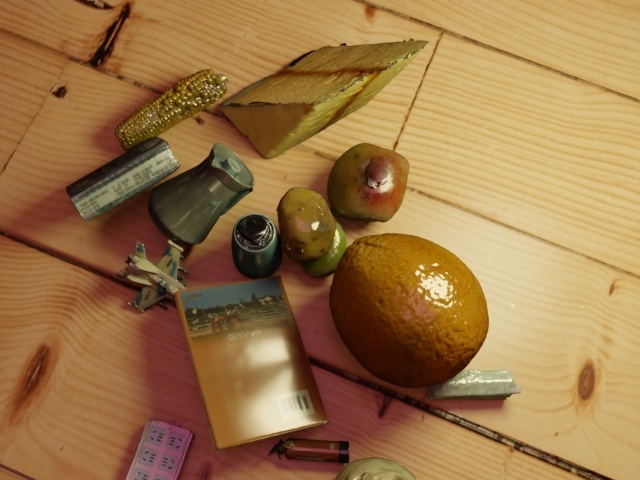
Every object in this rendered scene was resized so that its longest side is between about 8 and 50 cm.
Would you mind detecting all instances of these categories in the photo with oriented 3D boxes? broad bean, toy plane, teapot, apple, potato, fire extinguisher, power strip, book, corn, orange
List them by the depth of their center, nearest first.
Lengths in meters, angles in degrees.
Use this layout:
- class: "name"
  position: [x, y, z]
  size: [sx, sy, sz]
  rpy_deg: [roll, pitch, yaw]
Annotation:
- class: "power strip"
  position: [-0.367, 0.524, 1.671]
  size: [0.109, 0.037, 0.279]
  rpy_deg: [17, 71, 3]
- class: "orange"
  position: [0.185, 0.144, 1.676]
  size: [0.322, 0.322, 0.357]
  rpy_deg: [-38, 68, -14]
- class: "fire extinguisher"
  position: [-0.025, 0.463, 1.696]
  size: [0.177, 0.050, 0.062]
  rpy_deg: [3, 28, -1]
- class: "book"
  position: [-0.156, 0.259, 1.714]
  size: [0.262, 0.028, 0.374]
  rpy_deg: [-8, 62, -24]
- class: "potato"
  position: [-0.033, -0.037, 1.750]
  size: [0.137, 0.137, 0.176]
  rpy_deg: [-12, 92, -6]
- class: "toy plane"
  position: [-0.342, 0.113, 1.795]
  size: [0.262, 0.088, 0.192]
  rpy_deg: [33, 102, -12]
- class: "teapot"
  position: [-0.267, -0.105, 1.806]
  size: [0.225, 0.203, 0.171]
  rpy_deg: [-38, 65, 19]
- class: "broad bean"
  position: [0.000, 0.000, 1.846]
  size: [0.124, 0.082, 0.174]
  rpy_deg: [-23, 79, 16]
- class: "apple"
  position: [0.112, -0.140, 1.851]
  size: [0.207, 0.174, 0.188]
  rpy_deg: [11, 88, 47]
- class: "corn"
  position: [-0.375, -0.336, 1.948]
  size: [0.320, 0.097, 0.097]
  rpy_deg: [-35, 75, -11]

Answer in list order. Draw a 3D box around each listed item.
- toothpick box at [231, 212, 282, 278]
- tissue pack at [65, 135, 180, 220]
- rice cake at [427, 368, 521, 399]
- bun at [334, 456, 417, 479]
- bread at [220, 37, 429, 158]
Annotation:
- class: "toothpick box"
  position: [-0.149, 0.009, 1.783]
  size: [0.120, 0.184, 0.120]
  rpy_deg: [1, 70, -2]
- class: "tissue pack"
  position: [-0.471, -0.149, 1.832]
  size: [0.257, 0.185, 0.081]
  rpy_deg: [-32, 112, -12]
- class: "rice cake"
  position: [0.343, 0.327, 1.752]
  size: [0.206, 0.063, 0.069]
  rpy_deg: [-2, 65, -4]
- class: "bun"
  position: [0.128, 0.567, 1.625]
  size: [0.231, 0.133, 0.231]
  rpy_deg: [1, 68, -2]
- class: "bread"
  position: [-0.003, -0.399, 1.864]
  size: [0.346, 0.405, 0.242]
  rpy_deg: [-34, 85, -25]
